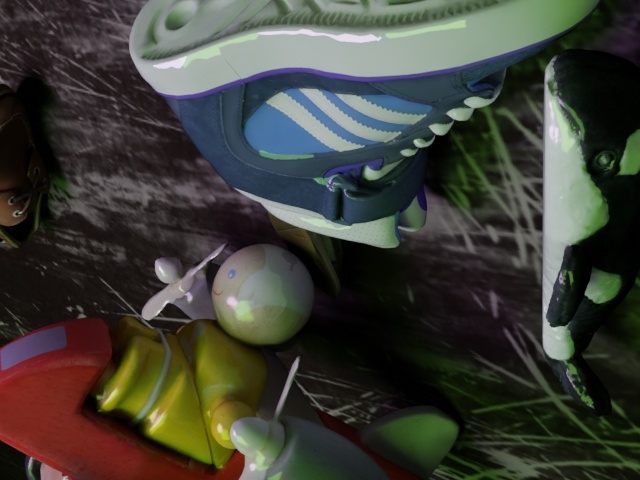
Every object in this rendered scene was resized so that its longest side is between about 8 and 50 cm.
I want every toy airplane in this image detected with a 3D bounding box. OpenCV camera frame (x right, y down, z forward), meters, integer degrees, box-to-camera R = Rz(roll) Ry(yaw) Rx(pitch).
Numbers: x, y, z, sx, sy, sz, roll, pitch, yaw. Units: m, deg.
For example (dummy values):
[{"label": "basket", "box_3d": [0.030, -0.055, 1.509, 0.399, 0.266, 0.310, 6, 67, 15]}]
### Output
[{"label": "toy airplane", "box_3d": [-0.046, 0.139, 0.888, 0.386, 0.384, 0.273, 21, 105, 24]}]

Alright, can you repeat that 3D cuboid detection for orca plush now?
[{"label": "orca plush", "box_3d": [0.185, 0.003, 0.617, 0.102, 0.151, 0.287, 0, 129, 12]}]

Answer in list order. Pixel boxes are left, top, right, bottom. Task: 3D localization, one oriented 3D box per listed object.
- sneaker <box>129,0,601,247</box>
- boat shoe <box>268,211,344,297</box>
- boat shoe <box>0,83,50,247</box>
[{"label": "sneaker", "box_3d": [0.057, -0.092, 0.678, 0.322, 0.130, 0.236, -5, 146, 32]}, {"label": "boat shoe", "box_3d": [0.000, 0.000, 0.885, 0.056, 0.049, 0.152, 31, 163, 23]}, {"label": "boat shoe", "box_3d": [-0.360, -0.078, 1.200, 0.104, 0.111, 0.307, 44, 158, 0]}]
